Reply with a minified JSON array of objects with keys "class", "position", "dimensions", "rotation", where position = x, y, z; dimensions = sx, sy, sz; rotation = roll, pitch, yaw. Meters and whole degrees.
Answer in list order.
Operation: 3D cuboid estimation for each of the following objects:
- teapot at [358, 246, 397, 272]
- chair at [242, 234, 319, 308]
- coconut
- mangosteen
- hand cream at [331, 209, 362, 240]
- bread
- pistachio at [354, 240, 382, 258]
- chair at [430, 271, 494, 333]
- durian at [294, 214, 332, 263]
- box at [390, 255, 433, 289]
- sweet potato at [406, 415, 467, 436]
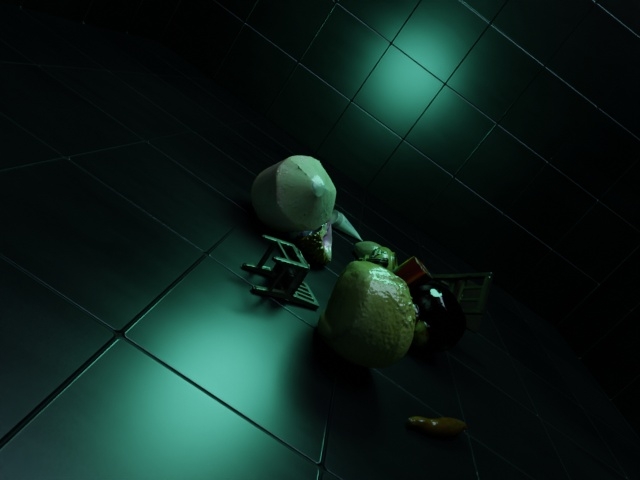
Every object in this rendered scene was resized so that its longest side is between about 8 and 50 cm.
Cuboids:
[{"class":"teapot","position":[0.244,0.115,2.083],"dimensions":[0.269,0.183,0.173],"rotation":[36,52,-70]},{"class":"chair","position":[-0.093,0.102,1.505],"dimensions":[0.270,0.147,0.136],"rotation":[21,23,-36]},{"class":"coconut","position":[-0.092,-0.181,1.857],"dimensions":[0.297,0.297,0.309],"rotation":[23,-16,-35]},{"class":"mangosteen","position":[0.412,0.299,1.804],"dimensions":[0.287,0.233,0.287],"rotation":[29,48,-38]},{"class":"hand cream","position":[0.126,-0.080,2.485],"dimensions":[0.248,0.083,0.133],"rotation":[33,16,-47]},{"class":"bread","position":[0.142,0.219,1.388],"dimensions":[0.237,0.320,0.320],"rotation":[21,22,-21]},{"class":"pistachio","position":[0.247,0.070,2.268],"dimensions":[0.185,0.124,0.124],"rotation":[25,14,19]},{"class":"chair","position":[0.625,0.265,2.009],"dimensions":[0.241,0.203,0.416],"rotation":[30,-18,-23]},{"class":"durian","position":[-0.008,0.013,1.917],"dimensions":[0.186,0.154,0.260],"rotation":[61,18,4]},{"class":"box","position":[0.347,0.170,1.930],"dimensions":[0.089,0.197,0.313],"rotation":[58,11,18]},{"class":"sweet potato","position":[0.351,0.544,1.375],"dimensions":[0.265,0.057,0.057],"rotation":[20,24,-37]}]
